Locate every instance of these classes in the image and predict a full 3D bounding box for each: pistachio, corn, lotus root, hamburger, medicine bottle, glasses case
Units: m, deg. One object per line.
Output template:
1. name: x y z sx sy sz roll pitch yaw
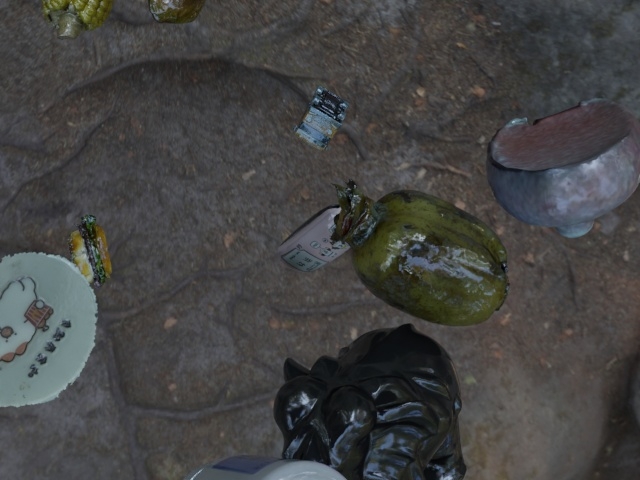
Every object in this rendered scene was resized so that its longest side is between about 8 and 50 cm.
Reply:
1. pistachio: -0.230 -0.429 1.198 0.049 0.173 0.089 6 137 31
2. corn: -0.378 -0.475 1.116 0.119 0.119 0.321 9 79 -17
3. lotus root: 0.115 0.013 0.879 0.278 0.154 0.154 26 109 -13
4. hamburger: -0.585 0.030 1.745 0.093 0.164 0.189 -11 86 -18
5. medicine bottle: -0.051 0.224 0.547 0.103 0.187 0.102 8 73 -27
6. glasses case: 0.000 0.000 1.774 0.122 0.075 0.314 32 141 -19

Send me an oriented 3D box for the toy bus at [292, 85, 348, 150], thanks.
1. toy bus: 0.001 -0.283 1.604 0.091 0.182 0.103 30 116 -9

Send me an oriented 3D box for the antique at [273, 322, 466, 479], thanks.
1. antique: 0.060 0.235 0.825 0.185 0.322 0.255 13 118 30

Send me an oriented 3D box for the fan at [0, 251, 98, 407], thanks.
1. fan: -0.417 0.071 0.842 0.329 0.009 0.190 29 77 10

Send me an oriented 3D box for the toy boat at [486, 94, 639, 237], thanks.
1. toy boat: 0.251 -0.072 0.705 0.155 0.227 0.085 -11 112 20
